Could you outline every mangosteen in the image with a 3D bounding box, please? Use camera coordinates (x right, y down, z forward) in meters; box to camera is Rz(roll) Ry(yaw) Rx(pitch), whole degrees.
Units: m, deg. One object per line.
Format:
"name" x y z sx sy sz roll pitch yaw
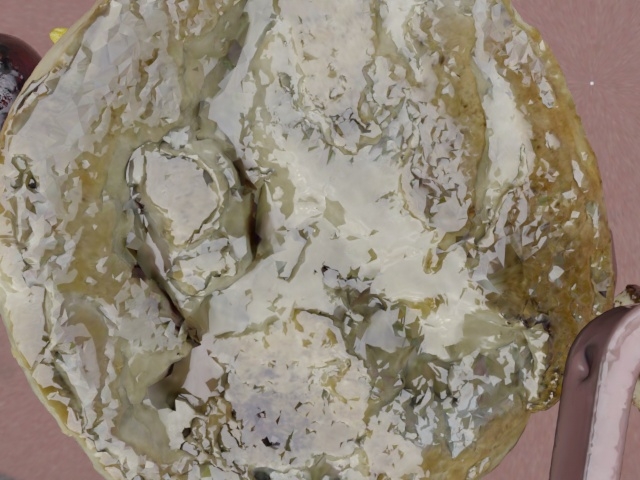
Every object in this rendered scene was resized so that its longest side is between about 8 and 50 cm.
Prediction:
"mangosteen" -0.430 -0.197 1.559 0.172 0.172 0.184 -37 99 14

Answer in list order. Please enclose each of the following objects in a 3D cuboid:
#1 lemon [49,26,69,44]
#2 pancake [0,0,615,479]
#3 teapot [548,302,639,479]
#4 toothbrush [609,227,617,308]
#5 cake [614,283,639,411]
"lemon" -0.159 -0.120 0.893 0.065 0.065 0.092 -39 107 14
"pancake" -0.001 0.000 0.722 0.387 0.082 0.387 -4 102 -17
"teapot" 0.285 0.188 0.626 0.376 0.305 0.362 16 76 -12
"toothbrush" 0.320 0.035 1.417 0.041 0.364 0.041 3 105 11
"cake" 0.367 0.136 1.311 0.112 0.135 0.246 -49 55 10
